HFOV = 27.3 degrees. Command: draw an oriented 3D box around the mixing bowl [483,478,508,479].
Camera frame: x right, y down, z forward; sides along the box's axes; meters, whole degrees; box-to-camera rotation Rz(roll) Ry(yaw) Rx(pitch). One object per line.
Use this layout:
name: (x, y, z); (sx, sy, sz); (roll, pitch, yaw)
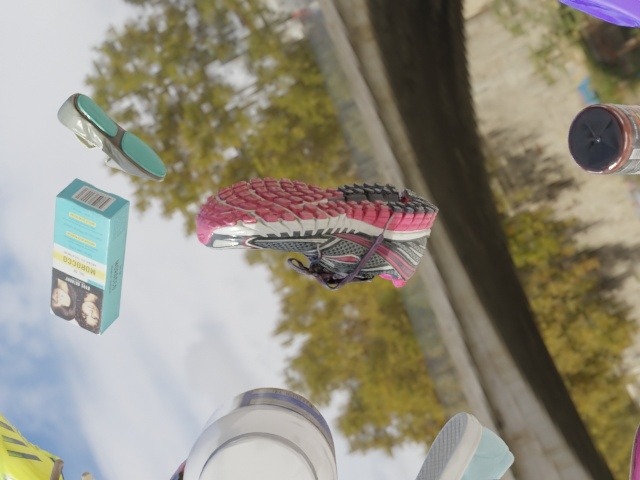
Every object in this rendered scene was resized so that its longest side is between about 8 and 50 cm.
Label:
mixing bowl: (0.199, 0.416, 1.911); (0.181, 0.181, 0.098); (36, -142, -64)

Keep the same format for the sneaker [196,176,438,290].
sneaker: (0.000, 0.000, 1.493); (0.299, 0.112, 0.121); (3, -159, -30)

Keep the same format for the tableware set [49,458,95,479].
tableware set: (-0.278, 0.306, 1.394); (0.039, 0.128, 0.194); (46, 163, 32)

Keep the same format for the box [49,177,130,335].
box: (-0.364, 0.028, 2.067); (0.060, 0.100, 0.244); (-51, -21, -49)

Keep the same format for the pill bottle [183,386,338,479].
pill bottle: (-0.058, 0.235, 1.323); (0.152, 0.152, 0.272); (63, 180, 0)

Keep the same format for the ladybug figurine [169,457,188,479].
ladybug figurine: (-0.153, 0.469, 2.242); (0.449, 0.305, 0.162); (-138, 32, -72)

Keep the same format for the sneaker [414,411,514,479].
sneaker: (0.208, 0.474, 2.171); (0.150, 0.366, 0.135); (34, 170, -12)

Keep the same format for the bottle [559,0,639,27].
bottle: (0.323, -0.358, 1.297); (0.118, 0.283, 0.092); (18, -176, -22)

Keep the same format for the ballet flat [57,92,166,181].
ballet flat: (-0.357, -0.165, 2.242); (0.213, 0.068, 0.072); (42, -148, -21)

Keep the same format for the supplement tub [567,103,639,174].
supplement tub: (0.462, -0.151, 1.968); (0.198, 0.106, 0.106); (-5, -114, -48)

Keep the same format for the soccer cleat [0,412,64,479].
soccer cleat: (-0.495, 0.370, 2.178); (0.121, 0.093, 0.289); (-40, -64, -36)

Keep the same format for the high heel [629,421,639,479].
high heel: (0.447, 0.187, 1.392); (0.127, 0.181, 0.377); (2, -78, -49)
